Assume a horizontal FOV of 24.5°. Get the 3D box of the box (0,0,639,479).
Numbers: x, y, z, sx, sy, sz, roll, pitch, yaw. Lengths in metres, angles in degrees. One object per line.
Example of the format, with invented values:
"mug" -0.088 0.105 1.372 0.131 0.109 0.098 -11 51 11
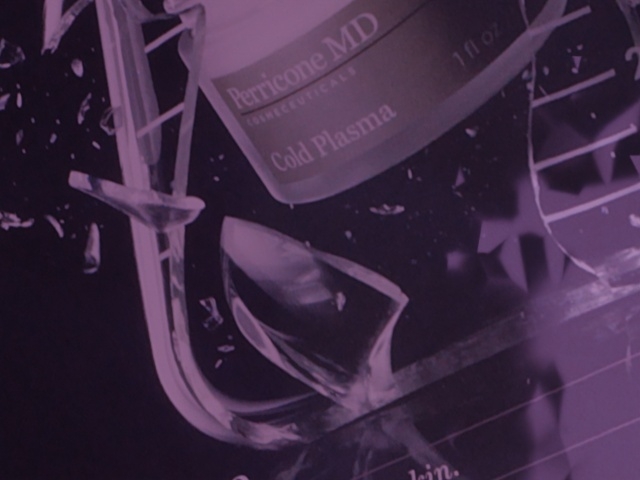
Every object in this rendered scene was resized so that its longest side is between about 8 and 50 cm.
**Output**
"box" -0.004 -0.022 0.884 0.480 0.297 0.471 -27 79 16
